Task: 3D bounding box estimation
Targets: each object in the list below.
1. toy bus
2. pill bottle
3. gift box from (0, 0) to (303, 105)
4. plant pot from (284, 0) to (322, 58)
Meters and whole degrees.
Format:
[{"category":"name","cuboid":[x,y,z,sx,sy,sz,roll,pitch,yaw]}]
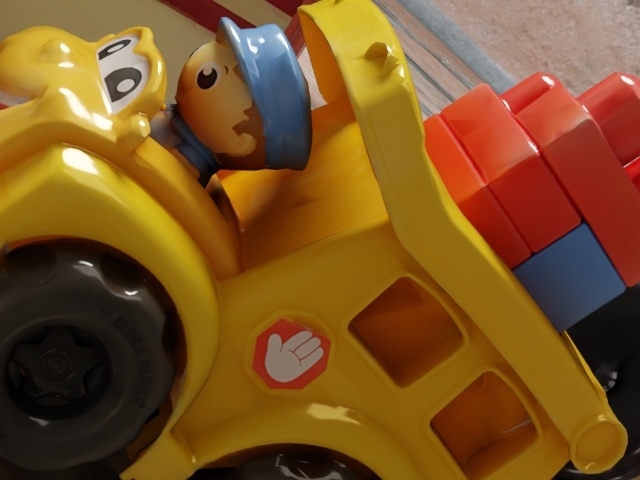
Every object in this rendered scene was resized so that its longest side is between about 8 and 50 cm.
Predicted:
[{"category":"toy bus","cuboid":[0.000,0.000,0.564,0.220,0.211,0.149,50,9,-27]},{"category":"pill bottle","cuboid":[0.228,0.118,1.098,0.219,0.123,0.123,31,14,-38]},{"category":"gift box","cuboid":[-0.141,-0.198,0.738,0.255,0.276,0.258,30,5,30]},{"category":"plant pot","cuboid":[-0.084,-0.284,1.366,0.265,0.272,0.272,30,13,-5]}]
